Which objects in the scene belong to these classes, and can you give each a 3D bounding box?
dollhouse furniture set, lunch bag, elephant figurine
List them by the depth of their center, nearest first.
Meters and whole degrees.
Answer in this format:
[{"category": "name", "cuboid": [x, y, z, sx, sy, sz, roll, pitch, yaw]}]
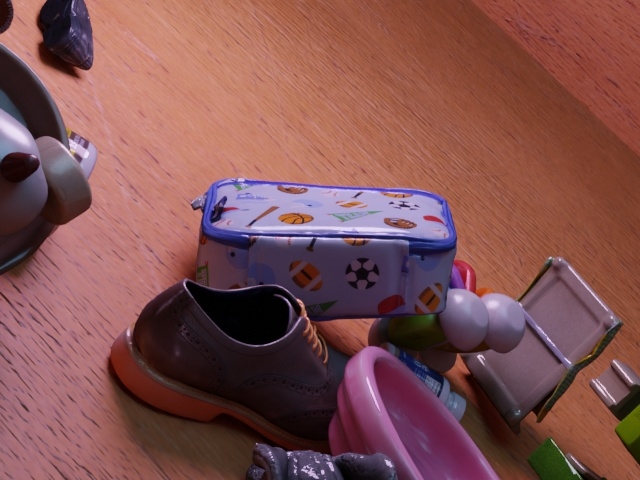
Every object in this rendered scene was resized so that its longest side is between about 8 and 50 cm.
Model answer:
[{"category": "elephant figurine", "cuboid": [-0.011, 0.247, 1.264, 0.169, 0.186, 0.239, 41, 27, -47]}, {"category": "lunch bag", "cuboid": [0.000, 0.000, 1.621, 0.303, 0.115, 0.243, 5, 20, 0]}, {"category": "dollhouse furniture set", "cuboid": [0.335, 0.196, 1.779, 0.151, 0.197, 0.301, 36, 13, -40]}]

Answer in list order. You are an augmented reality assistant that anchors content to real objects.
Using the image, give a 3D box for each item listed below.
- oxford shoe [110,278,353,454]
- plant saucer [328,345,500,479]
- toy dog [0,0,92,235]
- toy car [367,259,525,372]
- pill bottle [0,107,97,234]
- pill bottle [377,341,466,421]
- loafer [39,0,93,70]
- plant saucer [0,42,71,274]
[{"category": "oxford shoe", "cuboid": [-0.033, 0.129, 1.485, 0.363, 0.133, 0.130, 16, 33, -40]}, {"category": "plant saucer", "cuboid": [0.113, 0.263, 1.431, 0.332, 0.084, 0.332, 51, 10, -13]}, {"category": "toy dog", "cuboid": [-0.340, -0.127, 1.262, 0.333, 0.161, 0.220, 38, 59, -10]}, {"category": "toy car", "cuboid": [0.150, 0.083, 1.745, 0.182, 0.159, 0.136, 8, 67, -47]}, {"category": "pill bottle", "cuboid": [-0.347, -0.100, 1.462, 0.215, 0.117, 0.117, 31, 26, -16]}, {"category": "pill bottle", "cuboid": [0.110, 0.177, 1.674, 0.120, 0.067, 0.067, 33, 26, -13]}, {"category": "loafer", "cuboid": [-0.329, -0.280, 1.868, 0.061, 0.062, 0.170, 49, 20, -35]}, {"category": "plant saucer", "cuboid": [-0.375, -0.082, 1.346, 0.277, 0.041, 0.278, 10, 67, -23]}]
